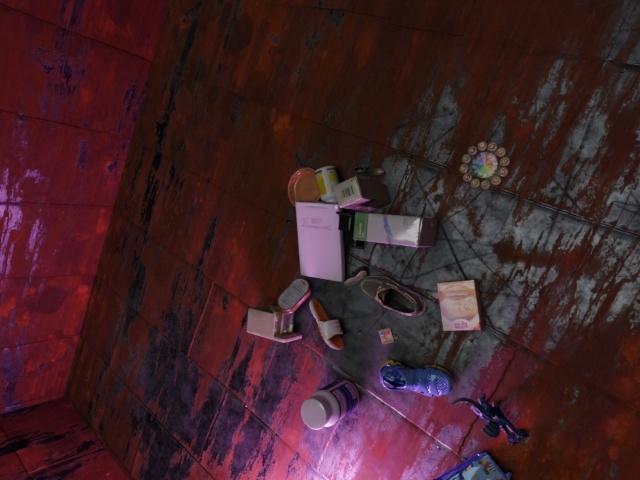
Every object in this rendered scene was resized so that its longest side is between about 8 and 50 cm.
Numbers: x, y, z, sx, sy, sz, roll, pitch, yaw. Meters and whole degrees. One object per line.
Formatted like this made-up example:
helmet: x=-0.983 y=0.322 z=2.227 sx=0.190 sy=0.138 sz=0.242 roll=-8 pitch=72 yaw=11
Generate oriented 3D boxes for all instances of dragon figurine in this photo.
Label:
dragon figurine: x=0.608 y=0.631 z=1.550 sx=0.085 sy=0.289 sz=0.144 roll=-54 pitch=25 yaw=18

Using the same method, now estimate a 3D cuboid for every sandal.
sandal: x=0.036 y=0.367 z=1.985 sx=0.076 sy=0.102 sz=0.265 roll=-43 pitch=65 yaw=28
sandal: x=0.366 y=0.558 z=1.748 sx=0.317 sy=0.138 sz=0.126 roll=-5 pitch=85 yaw=31

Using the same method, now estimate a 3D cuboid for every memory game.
memory game: x=0.622 y=-0.286 z=1.663 sx=0.186 sy=0.012 sz=0.186 roll=-1 pitch=89 yaw=34

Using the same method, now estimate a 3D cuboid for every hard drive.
hard drive: x=0.000 y=0.000 z=1.993 sx=0.233 sy=0.047 sz=0.353 roll=7 pitch=108 yaw=33

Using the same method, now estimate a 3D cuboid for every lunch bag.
lunch bag: x=0.586 y=0.937 z=1.621 sx=0.293 sy=0.138 sz=0.221 roll=-40 pitch=67 yaw=13

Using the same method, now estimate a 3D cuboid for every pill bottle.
pill bottle: x=0.042 y=-0.237 z=1.985 sx=0.103 sy=0.103 sz=0.184 roll=-16 pitch=85 yaw=32
pill bottle: x=0.042 y=0.702 z=1.879 sx=0.153 sy=0.265 sz=0.153 roll=-1 pitch=89 yaw=34

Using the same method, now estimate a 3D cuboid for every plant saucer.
plant saucer: x=-0.067 y=-0.248 z=2.100 sx=0.200 sy=0.037 sz=0.200 roll=-1 pitch=88 yaw=32

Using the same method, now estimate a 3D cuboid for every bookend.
bookend: x=0.128 y=-0.042 z=1.898 sx=0.072 sy=0.156 sz=0.157 roll=8 pitch=94 yaw=33

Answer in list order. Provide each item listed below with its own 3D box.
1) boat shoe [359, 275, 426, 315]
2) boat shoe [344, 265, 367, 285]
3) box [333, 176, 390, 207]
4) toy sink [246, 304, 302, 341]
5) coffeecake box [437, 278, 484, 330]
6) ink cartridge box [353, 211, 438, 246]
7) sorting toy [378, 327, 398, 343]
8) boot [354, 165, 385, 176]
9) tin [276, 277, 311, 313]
boat shoe: x=0.287 y=0.226 z=1.828 sx=0.305 sy=0.091 sz=0.109 roll=22 pitch=101 yaw=31
boat shoe: x=0.156 y=0.159 z=1.947 sx=0.133 sy=0.049 sz=0.042 roll=-41 pitch=35 yaw=35
box: x=0.176 y=-0.185 z=1.797 sx=0.113 sy=0.275 sz=0.094 roll=-22 pitch=78 yaw=32
toy sink: x=-0.216 y=0.393 z=2.120 sx=0.234 sy=0.153 sz=0.131 roll=7 pitch=93 yaw=34
coffeecake box: x=0.536 y=0.247 z=1.679 sx=0.142 sy=0.068 sz=0.185 roll=-10 pitch=85 yaw=32
ink cartridge box: x=0.302 y=-0.044 z=1.756 sx=0.278 sy=0.201 sz=0.117 roll=7 pitch=94 yaw=33
sorting toy: x=0.291 y=0.405 z=1.870 sx=0.083 sy=0.012 sz=0.062 roll=-21 pitch=78 yaw=32
boot: x=0.206 y=-0.300 z=1.891 sx=0.118 sy=0.087 sz=0.042 roll=0 pitch=87 yaw=33
tin: x=-0.124 y=0.258 z=2.071 sx=0.106 sy=0.040 sz=0.189 roll=36 pitch=73 yaw=25
